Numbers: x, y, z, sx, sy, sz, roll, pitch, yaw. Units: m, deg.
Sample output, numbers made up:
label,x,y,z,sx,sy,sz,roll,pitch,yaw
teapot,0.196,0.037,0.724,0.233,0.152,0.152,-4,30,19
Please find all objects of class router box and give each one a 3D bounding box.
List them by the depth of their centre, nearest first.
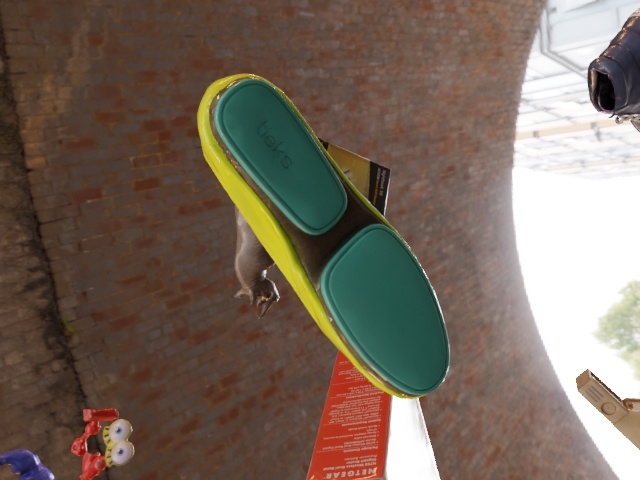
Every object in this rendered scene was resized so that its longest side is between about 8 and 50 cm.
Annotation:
label,x,y,z,sx,sy,sz,roll,pitch,yaw
router box,0.089,0.323,0.772,0.301,0.082,0.335,-68,-36,-65
router box,0.039,-0.081,1.553,0.243,0.081,0.308,20,-116,-20

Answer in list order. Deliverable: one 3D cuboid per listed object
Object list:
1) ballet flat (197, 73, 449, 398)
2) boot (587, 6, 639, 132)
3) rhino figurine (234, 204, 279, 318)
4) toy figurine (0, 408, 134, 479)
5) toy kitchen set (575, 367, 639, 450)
label,x,y,z,sx,sy,sz,roll,pitch,yaw
ballet flat,0.000,0.000,0.393,0.077,0.077,0.231,-41,-76,-22
boot,0.323,-0.151,0.647,0.086,0.069,0.190,-45,-41,0
rhino figurine,-0.100,0.017,1.040,0.106,0.073,0.243,-11,-70,-46
toy figurine,-0.371,0.395,0.762,0.217,0.191,0.362,14,-124,-40
toy kitchen set,0.275,0.128,0.518,0.075,0.083,0.068,44,-160,8
